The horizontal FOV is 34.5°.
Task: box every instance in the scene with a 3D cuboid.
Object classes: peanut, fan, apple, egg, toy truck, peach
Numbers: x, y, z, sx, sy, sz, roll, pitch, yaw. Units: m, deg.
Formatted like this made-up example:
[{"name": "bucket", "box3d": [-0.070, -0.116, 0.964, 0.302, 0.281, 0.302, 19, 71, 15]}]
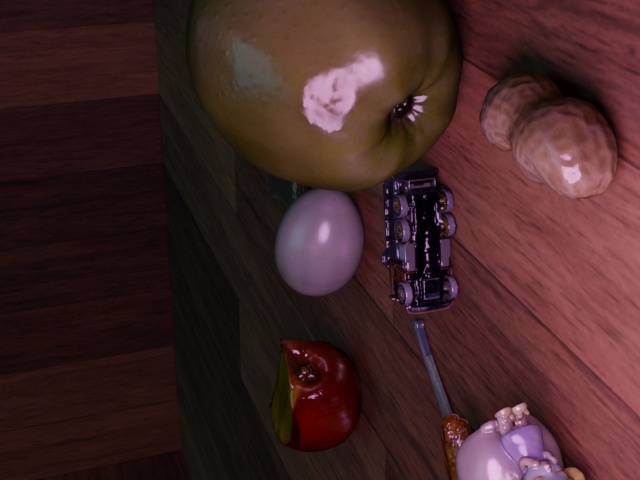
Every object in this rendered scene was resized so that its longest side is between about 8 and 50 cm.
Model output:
[{"name": "peanut", "box3d": [0.228, -0.115, 1.075, 0.228, 0.085, 0.104, -123, 27, -56]}, {"name": "fan", "box3d": [0.172, 0.205, 1.517, 0.038, 0.016, 0.193, 123, 135, -60]}, {"name": "apple", "box3d": [0.008, -0.228, 1.313, 0.357, 0.357, 0.358, 172, 90, -73]}, {"name": "egg", "box3d": [0.000, 0.000, 1.743, 0.151, 0.151, 0.209, -116, 33, -44]}, {"name": "toy truck", "box3d": [0.135, -0.001, 1.427, 0.092, 0.083, 0.192, -153, 58, -69]}, {"name": "peach", "box3d": [-0.006, 0.308, 1.882, 0.267, 0.158, 0.154, 103, 163, -45]}]

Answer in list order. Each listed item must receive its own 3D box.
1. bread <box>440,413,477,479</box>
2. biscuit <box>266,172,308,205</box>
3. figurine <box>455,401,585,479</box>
[{"name": "bread", "box3d": [0.209, 0.334, 1.358, 0.105, 0.075, 0.233, -121, 19, -77]}, {"name": "biscuit", "box3d": [-0.069, -0.135, 2.076, 0.199, 0.040, 0.121, -151, 56, -69]}, {"name": "figurine", "box3d": [0.252, 0.316, 1.157, 0.236, 0.127, 0.155, 63, 146, 32]}]
